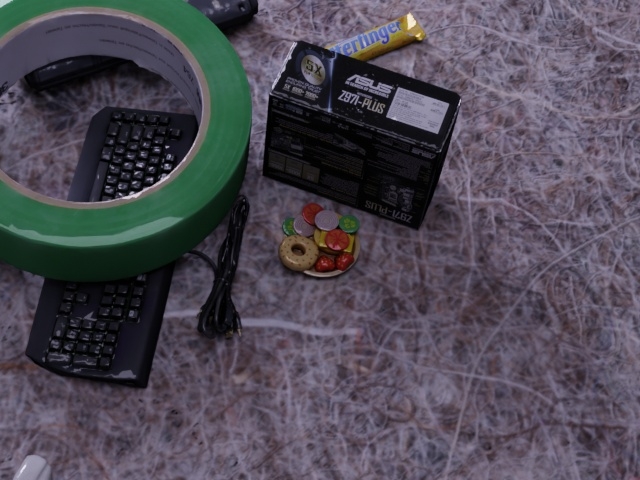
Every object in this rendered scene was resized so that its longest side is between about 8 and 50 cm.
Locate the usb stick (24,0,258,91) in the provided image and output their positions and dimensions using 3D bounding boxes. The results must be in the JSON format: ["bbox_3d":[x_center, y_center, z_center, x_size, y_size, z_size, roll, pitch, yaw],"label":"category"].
[{"bbox_3d":[-0.205,-0.236,1.437,0.278,0.045,0.077,-21,62,-18],"label":"usb stick"}]

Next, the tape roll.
[{"bbox_3d":[-0.229,-0.117,1.300,0.321,0.077,0.321,3,61,-5],"label":"tape roll"}]

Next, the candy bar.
[{"bbox_3d":[0.043,-0.218,1.468,0.161,0.018,0.040,-23,63,-19],"label":"candy bar"}]

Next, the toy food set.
[{"bbox_3d":[0.000,0.000,1.329,0.083,0.020,0.083,11,58,1],"label":"toy food set"}]

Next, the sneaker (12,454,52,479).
[{"bbox_3d":[-0.248,0.292,1.103,0.094,0.080,0.212,16,65,-10],"label":"sneaker"}]

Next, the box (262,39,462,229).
[{"bbox_3d":[0.039,-0.106,1.323,0.180,0.147,0.078,19,59,7],"label":"box"}]

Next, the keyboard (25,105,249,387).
[{"bbox_3d":[-0.165,0.001,1.306,0.201,0.033,0.317,9,59,-1],"label":"keyboard"}]
